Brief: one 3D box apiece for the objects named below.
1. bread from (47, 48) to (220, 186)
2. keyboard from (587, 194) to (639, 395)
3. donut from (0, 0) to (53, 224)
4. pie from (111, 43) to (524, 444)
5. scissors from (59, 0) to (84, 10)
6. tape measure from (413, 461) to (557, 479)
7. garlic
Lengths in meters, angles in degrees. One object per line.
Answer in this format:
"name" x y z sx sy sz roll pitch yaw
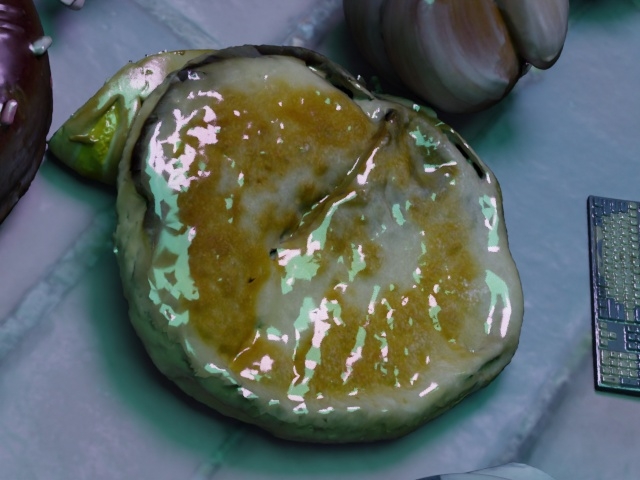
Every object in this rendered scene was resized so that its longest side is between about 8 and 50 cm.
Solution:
"bread" -0.131 -0.087 1.434 0.157 0.083 0.094 -12 79 -24
"keyboard" 0.245 0.043 1.512 0.055 0.014 0.176 8 60 -9
"donut" -0.364 -0.093 1.328 0.345 0.136 0.259 10 57 -10
"pie" 0.000 0.000 1.408 0.339 0.077 0.339 11 66 -25
"scissors" -0.265 -0.313 1.511 0.317 0.024 0.160 43 94 23
"tape measure" 0.096 0.281 1.257 0.256 0.147 0.275 -8 61 -24
"garlic" 0.092 -0.198 1.514 0.160 0.191 0.214 -31 36 -20
